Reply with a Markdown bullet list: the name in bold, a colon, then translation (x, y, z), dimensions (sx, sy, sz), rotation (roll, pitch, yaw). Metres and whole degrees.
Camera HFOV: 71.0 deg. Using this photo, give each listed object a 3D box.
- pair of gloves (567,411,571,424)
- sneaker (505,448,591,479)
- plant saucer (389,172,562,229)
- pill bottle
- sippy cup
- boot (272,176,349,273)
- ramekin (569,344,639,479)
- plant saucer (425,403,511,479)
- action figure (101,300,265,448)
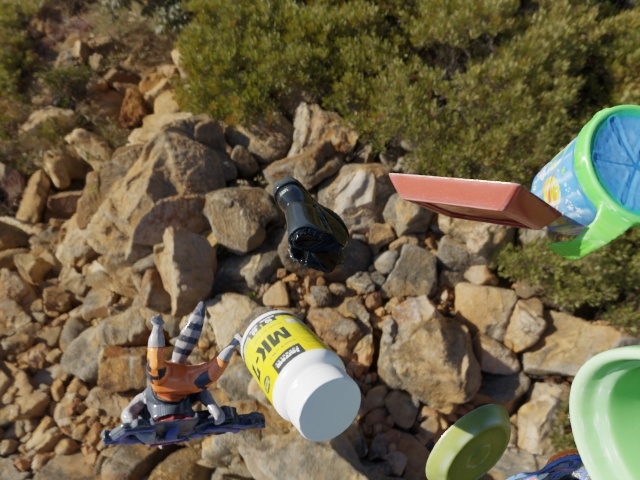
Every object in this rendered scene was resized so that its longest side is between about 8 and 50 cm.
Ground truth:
- **pair of gloves**: translation (0.812, 0.587, 1.428), dimensions (0.010, 0.083, 0.074), rotation (-18, 56, 7)
- **sneaker**: translation (0.413, 0.471, 0.827), dimensions (0.221, 0.087, 0.083), rotation (-40, 86, 5)
- **plant saucer**: translation (0.303, -0.072, 0.888), dimensions (0.259, 0.259, 0.047), rotation (13, 90, 43)
- **pill bottle**: translation (-0.035, 0.200, 0.689), dimensions (0.119, 0.119, 0.209), rotation (-24, 26, -22)
- **sippy cup**: translation (0.558, -0.113, 0.902), dimensions (0.306, 0.224, 0.239), rotation (-21, 80, -14)
- **boot**: translation (0.000, 0.000, 0.931), dimensions (0.094, 0.246, 0.207), rotation (-35, 40, 12)
- **ramekin**: translation (0.463, 0.248, 0.507), dimensions (0.148, 0.303, 0.303), rotation (-15, 56, -15)
- **plant saucer**: translation (0.347, 0.476, 1.014), dimensions (0.241, 0.240, 0.037), rotation (-19, 32, -19)
- **action figure**: translation (-0.268, 0.314, 0.964), dimensions (0.342, 0.330, 0.178), rotation (15, 25, -34)
